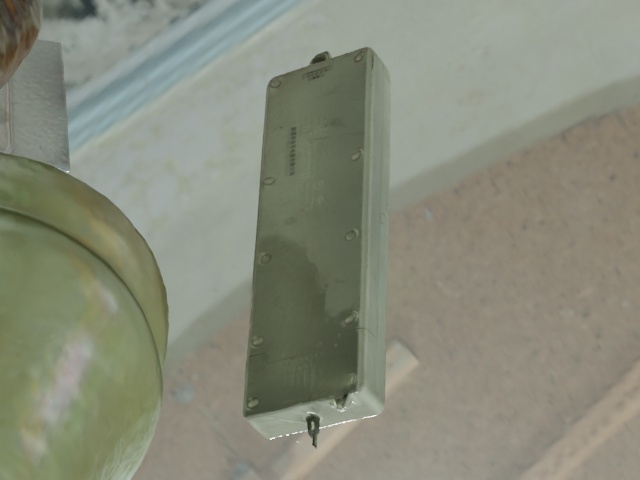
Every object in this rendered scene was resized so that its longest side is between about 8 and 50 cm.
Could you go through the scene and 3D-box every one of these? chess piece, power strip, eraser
[{"bbox_3d":[-0.190,0.153,0.699,0.234,0.234,0.442,-26,-151,12],"label":"chess piece"},{"bbox_3d":[0.000,0.000,1.230,0.106,0.043,0.367,-16,-129,24],"label":"power strip"},{"bbox_3d":[-0.460,-0.154,1.571,0.082,0.397,0.213,124,-35,-49],"label":"eraser"}]

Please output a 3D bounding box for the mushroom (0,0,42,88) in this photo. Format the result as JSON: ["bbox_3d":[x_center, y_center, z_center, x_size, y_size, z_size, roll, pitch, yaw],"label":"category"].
[{"bbox_3d":[-0.304,-0.219,1.057,0.356,0.334,0.331,-41,-173,40],"label":"mushroom"}]
